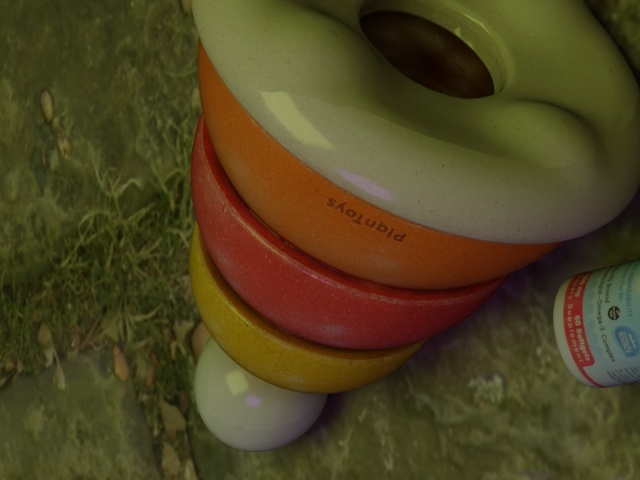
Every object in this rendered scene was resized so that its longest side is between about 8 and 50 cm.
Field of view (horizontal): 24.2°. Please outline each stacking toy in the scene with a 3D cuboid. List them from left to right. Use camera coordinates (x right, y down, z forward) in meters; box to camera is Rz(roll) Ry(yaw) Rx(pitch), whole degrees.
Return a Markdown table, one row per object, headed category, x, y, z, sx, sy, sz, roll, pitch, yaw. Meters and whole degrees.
| category | x | y | z | sx | sy | sz | roll | pitch | yaw |
| --- | --- | --- | --- | --- | --- | --- | --- | --- | --- |
| stacking toy | 0.000 | 0.000 | 1.181 | 0.350 | 0.350 | 0.480 | 59 | 137 | 30 |

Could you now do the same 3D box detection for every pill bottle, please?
| category | x | y | z | sx | sy | sz | roll | pitch | yaw |
| --- | --- | --- | --- | --- | --- | --- | --- | --- | --- |
| pill bottle | 0.251 | 0.051 | 1.046 | 0.160 | 0.087 | 0.087 | -17 | 74 | 40 |
